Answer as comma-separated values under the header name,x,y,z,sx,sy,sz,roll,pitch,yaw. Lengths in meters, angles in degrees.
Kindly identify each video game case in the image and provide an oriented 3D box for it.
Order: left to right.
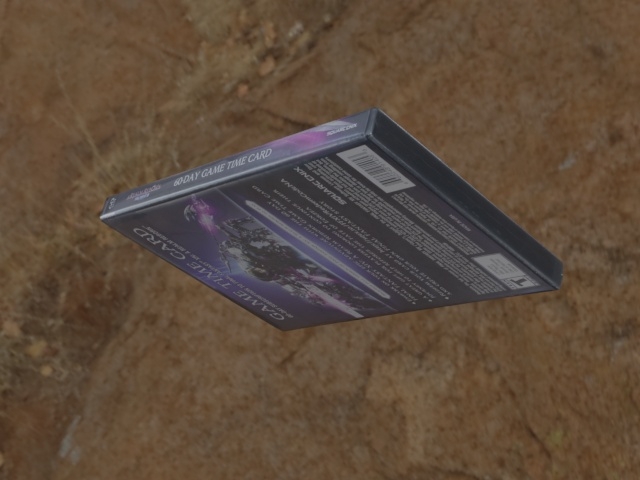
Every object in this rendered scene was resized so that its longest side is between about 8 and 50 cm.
name,x,y,z,sx,sy,sz,roll,pitch,yaw
video game case,0.000,0.000,0.764,0.274,0.196,0.026,-12,53,45
